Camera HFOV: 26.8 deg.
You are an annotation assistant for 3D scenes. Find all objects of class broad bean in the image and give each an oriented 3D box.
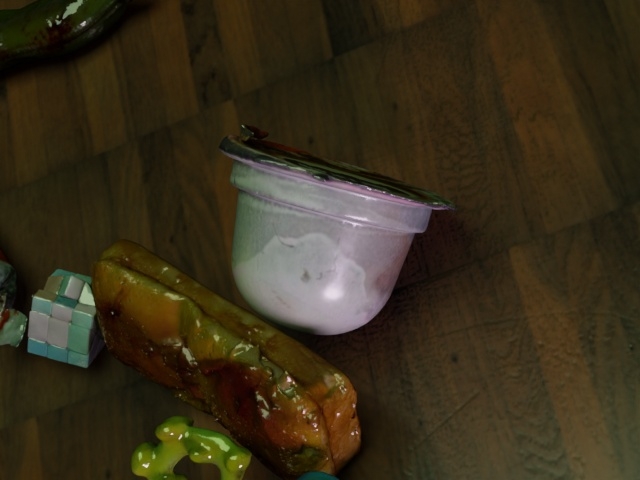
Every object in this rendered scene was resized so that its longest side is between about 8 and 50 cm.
[{"bbox_3d":[-0.319,-0.215,1.401,0.339,0.061,0.077,-12,56,18],"label":"broad bean"}]

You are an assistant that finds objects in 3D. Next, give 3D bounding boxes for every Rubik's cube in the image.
[{"bbox_3d":[-0.224,0.064,1.225,0.075,0.073,0.084,30,117,0],"label":"Rubik's cube"}]

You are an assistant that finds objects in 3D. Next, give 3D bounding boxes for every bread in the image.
[{"bbox_3d":[-0.086,0.098,1.111,0.271,0.139,0.077,31,58,30],"label":"bread"}]

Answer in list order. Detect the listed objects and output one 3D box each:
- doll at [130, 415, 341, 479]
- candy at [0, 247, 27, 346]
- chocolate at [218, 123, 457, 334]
[{"bbox_3d":[-0.074,0.326,1.037,0.341,0.099,0.346,15,89,18],"label":"doll"},{"bbox_3d":[-0.355,0.016,1.307,0.292,0.059,0.086,47,121,35],"label":"candy"},{"bbox_3d":[-0.006,0.000,1.108,0.221,0.221,0.147,27,102,31],"label":"chocolate"}]
